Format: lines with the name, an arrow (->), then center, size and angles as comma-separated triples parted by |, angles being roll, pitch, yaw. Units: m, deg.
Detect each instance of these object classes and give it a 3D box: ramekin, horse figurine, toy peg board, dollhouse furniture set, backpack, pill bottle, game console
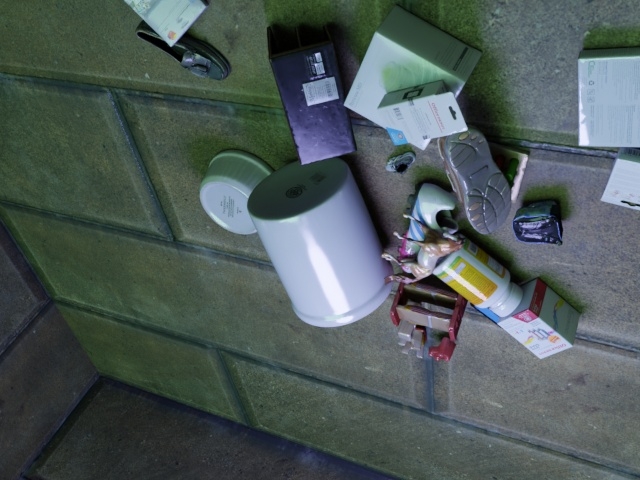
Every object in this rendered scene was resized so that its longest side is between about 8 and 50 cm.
ramekin -> -0.252, -0.138, 2.092 | 0.273, 0.127, 0.273 | 18, 140, 16
horse figurine -> 0.265, 0.037, 1.818 | 0.174, 0.066, 0.263 | 25, 133, 2
toy peg board -> 0.415, -0.156, 1.669 | 0.160, 0.079, 0.161 | 18, 139, 17
dollhouse furniture set -> 0.355, 0.256, 2.136 | 0.201, 0.152, 0.374 | 14, 156, 20
backpack -> 0.548, -0.045, 1.695 | 0.114, 0.084, 0.105 | -3, 130, 29
pill bottle -> 0.442, 0.104, 1.885 | 0.245, 0.136, 0.136 | 37, 142, -7
game console -> 0.528, 0.232, 2.014 | 0.144, 0.124, 0.085 | 35, 115, -6

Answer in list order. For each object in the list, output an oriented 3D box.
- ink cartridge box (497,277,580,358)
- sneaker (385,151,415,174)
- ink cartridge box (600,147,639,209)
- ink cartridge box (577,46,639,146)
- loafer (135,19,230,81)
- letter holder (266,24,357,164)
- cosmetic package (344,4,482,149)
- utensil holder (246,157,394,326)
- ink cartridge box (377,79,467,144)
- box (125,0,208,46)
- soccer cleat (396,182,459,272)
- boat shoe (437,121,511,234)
ink cartridge box -> 0.620, 0.223, 1.904 | 0.176, 0.127, 0.128 | 38, 141, -9
sneaker -> 0.201, -0.194, 1.776 | 0.038, 0.069, 0.098 | 45, 140, -16
ink cartridge box -> 0.733, -0.134, 1.528 | 0.145, 0.045, 0.179 | 16, 158, 17
ink cartridge box -> 0.652, -0.292, 1.389 | 0.224, 0.045, 0.223 | 7, 136, 27
loafer -> -0.374, -0.504, 1.809 | 0.267, 0.084, 0.096 | 34, 142, -3
letter holder -> -0.023, -0.382, 1.681 | 0.152, 0.214, 0.302 | -14, 130, 3
cosmetic package -> 0.204, -0.367, 1.533 | 0.224, 0.138, 0.224 | 31, 142, 3
utensil holder -> 0.000, 0.000, 1.920 | 0.327, 0.327, 0.385 | 0, 131, 34
ink cartridge box -> 0.227, -0.278, 1.454 | 0.180, 0.060, 0.104 | -6, 130, 36
box -> -0.399, -0.612, 1.699 | 0.186, 0.038, 0.145 | 43, 112, -14
soccer cleat -> 0.301, -0.012, 1.867 | 0.143, 0.116, 0.331 | 21, 140, 17
boat shoe -> 0.363, -0.155, 1.594 | 0.123, 0.116, 0.324 | -27, 126, -1
